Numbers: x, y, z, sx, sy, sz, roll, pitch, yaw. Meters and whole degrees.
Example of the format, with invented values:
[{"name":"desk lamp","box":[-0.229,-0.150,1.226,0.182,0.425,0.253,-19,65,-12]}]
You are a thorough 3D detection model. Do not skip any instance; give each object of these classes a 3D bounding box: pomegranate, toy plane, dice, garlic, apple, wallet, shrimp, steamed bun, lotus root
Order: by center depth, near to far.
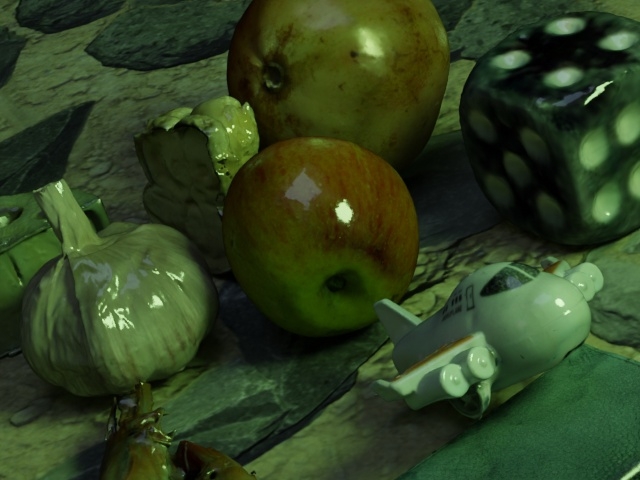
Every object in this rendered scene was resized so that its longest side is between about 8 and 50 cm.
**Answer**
[{"name":"wallet","box":[0.151,0.214,1.656,0.379,0.046,0.191,-34,32,-24]},{"name":"toy plane","box":[0.140,0.079,1.757,0.245,0.117,0.244,-29,3,2]},{"name":"shrimp","box":[-0.130,0.209,1.787,0.152,0.063,0.287,-12,34,3]},{"name":"apple","box":[0.000,0.000,1.946,0.196,0.196,0.196,-13,30,7]},{"name":"garlic","box":[-0.219,0.035,1.975,0.218,0.212,0.218,-18,27,10]},{"name":"dice","box":[0.261,-0.115,2.009,0.182,0.181,0.183,-34,35,-24]},{"name":"lotus root","box":[-0.332,0.034,2.124,0.235,0.119,0.138,-25,31,-11]},{"name":"steamed bun","box":[-0.116,-0.063,2.137,0.106,0.177,0.192,-29,17,-36]},{"name":"pomegranate","box":[0.033,-0.186,2.186,0.229,0.252,0.270,20,24,34]}]
